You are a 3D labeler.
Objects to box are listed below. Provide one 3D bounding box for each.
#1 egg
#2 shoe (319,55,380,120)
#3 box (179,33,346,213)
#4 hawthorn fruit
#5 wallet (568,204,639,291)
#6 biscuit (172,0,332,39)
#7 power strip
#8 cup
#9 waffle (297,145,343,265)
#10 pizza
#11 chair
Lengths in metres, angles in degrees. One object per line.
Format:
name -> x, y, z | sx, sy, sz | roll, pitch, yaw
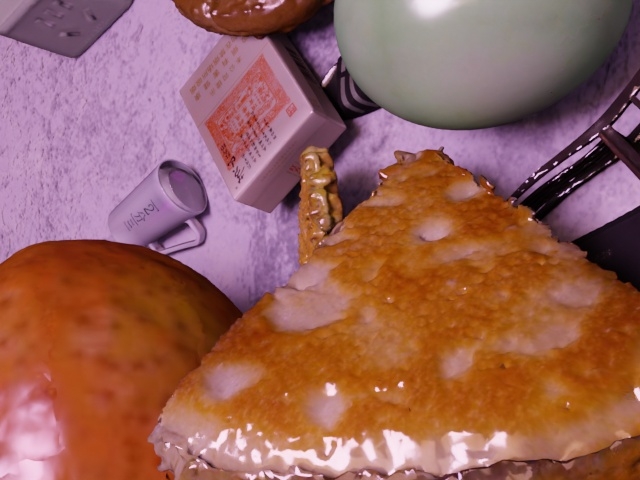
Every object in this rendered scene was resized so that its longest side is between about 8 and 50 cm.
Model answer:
egg -> 0.141, -0.212, 0.901 | 0.270, 0.220, 0.220 | -15, 75, 31
shoe -> 0.060, -0.180, 1.060 | 0.179, 0.049, 0.071 | -14, 75, 34
box -> -0.069, -0.148, 1.122 | 0.141, 0.058, 0.201 | -46, 50, 22
hawthorn fruit -> -0.224, 0.227, 0.997 | 0.472, 0.472, 0.471 | -6, 80, 35
wallet -> 0.235, 0.061, 0.850 | 0.250, 0.044, 0.149 | -34, 52, 54
biscuit -> -0.066, -0.359, 1.122 | 0.296, 0.075, 0.295 | -13, 62, 26
power strip -> -0.367, -0.380, 1.338 | 0.139, 0.140, 0.224 | -37, 65, 28
cup -> -0.189, -0.028, 1.214 | 0.116, 0.074, 0.104 | -35, 93, 31
waffle -> -0.001, -0.002, 1.023 | 0.038, 0.191, 0.191 | -4, 78, -6
pizza -> 0.105, 0.064, 0.819 | 0.440, 0.130, 0.406 | -8, 37, 16
chair -> 0.261, -0.051, 0.880 | 0.212, 0.084, 0.101 | -49, 56, 20
